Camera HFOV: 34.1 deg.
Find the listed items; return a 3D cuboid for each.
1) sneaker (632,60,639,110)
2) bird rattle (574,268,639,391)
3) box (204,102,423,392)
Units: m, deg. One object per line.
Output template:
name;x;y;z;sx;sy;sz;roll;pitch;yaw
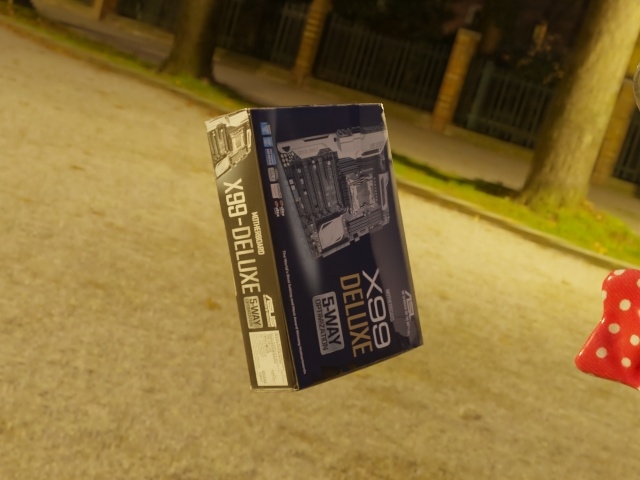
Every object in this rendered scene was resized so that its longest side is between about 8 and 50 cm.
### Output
sneaker;0.369;-0.083;0.935;0.130;0.087;0.227;35;-12;43
bird rattle;0.302;0.056;0.693;0.143;0.207;0.253;22;17;-20
box;0.000;0.000;1.207;0.076;0.308;0.242;-9;1;41
